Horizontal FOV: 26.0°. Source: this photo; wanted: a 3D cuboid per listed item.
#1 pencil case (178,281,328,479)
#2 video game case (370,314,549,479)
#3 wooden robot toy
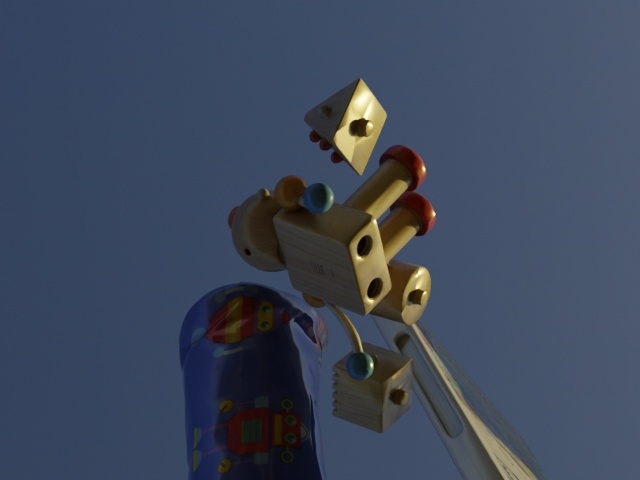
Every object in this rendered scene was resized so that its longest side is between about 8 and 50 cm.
[{"bbox_3d":[-0.045,0.177,1.024,0.119,0.133,0.306,0,-132,-5],"label":"pencil case"},{"bbox_3d":[0.125,0.155,0.947,0.026,0.206,0.227,-37,-51,7],"label":"video game case"},{"bbox_3d":[0.000,0.000,0.608,0.076,0.079,0.173,-49,-40,-36],"label":"wooden robot toy"}]
